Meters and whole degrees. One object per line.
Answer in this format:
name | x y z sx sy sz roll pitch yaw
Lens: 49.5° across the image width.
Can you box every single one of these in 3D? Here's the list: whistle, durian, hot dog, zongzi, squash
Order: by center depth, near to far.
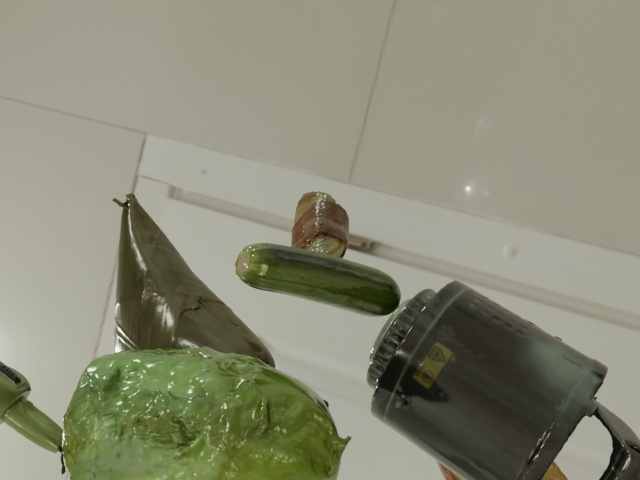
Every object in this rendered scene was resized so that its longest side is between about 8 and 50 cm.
durian | -0.128 0.209 0.702 0.256 0.340 0.204 46 -129 -69
squash | 0.004 0.049 0.858 0.229 0.066 0.066 15 -89 -30
whistle | -0.526 0.235 1.067 0.141 0.294 0.141 -39 0 0
zongzi | -0.201 0.123 1.178 0.181 0.447 0.417 -11 -81 -48
hot dog | 0.003 0.003 1.233 0.123 0.093 0.261 -48 25 38

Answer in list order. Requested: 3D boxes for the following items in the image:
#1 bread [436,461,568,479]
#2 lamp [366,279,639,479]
bread | 0.287 0.371 1.127 0.133 0.250 0.179 -50 -27 22
lamp | 0.188 0.181 0.829 0.205 0.272 0.374 -65 -5 13
